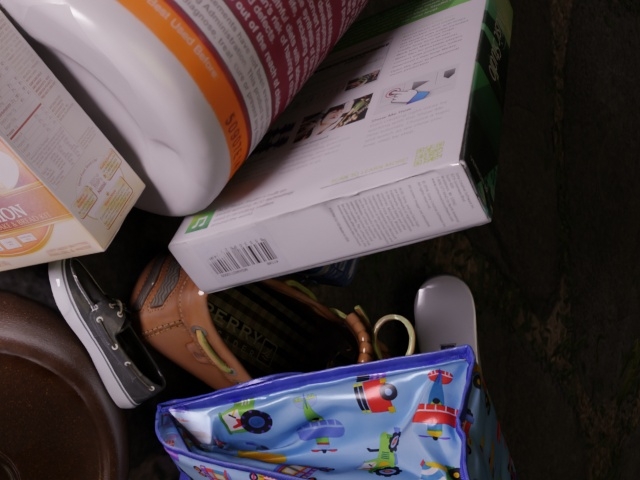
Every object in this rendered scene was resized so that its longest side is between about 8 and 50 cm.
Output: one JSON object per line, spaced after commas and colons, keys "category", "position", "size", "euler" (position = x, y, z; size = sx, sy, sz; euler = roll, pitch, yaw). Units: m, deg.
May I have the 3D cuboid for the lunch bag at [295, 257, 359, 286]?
{"category": "lunch bag", "position": [0.000, 0.000, 0.773], "size": [0.065, 0.067, 0.098], "euler": [31, 72, -39]}

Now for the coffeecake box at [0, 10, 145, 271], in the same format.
{"category": "coffeecake box", "position": [-0.231, -0.068, 0.484], "size": [0.185, 0.142, 0.068], "euler": [56, 39, -35]}

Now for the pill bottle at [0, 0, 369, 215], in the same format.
{"category": "pill bottle", "position": [-0.070, -0.230, 0.593], "size": [0.224, 0.224, 0.392], "euler": [52, 59, -31]}

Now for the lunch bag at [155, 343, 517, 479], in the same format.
{"category": "lunch bag", "position": [0.007, 0.215, 0.646], "size": [0.221, 0.293, 0.138], "euler": [64, 27, -43]}

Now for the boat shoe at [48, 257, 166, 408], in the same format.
{"category": "boat shoe", "position": [-0.172, 0.070, 0.613], "size": [0.049, 0.040, 0.142], "euler": [-82, 149, -74]}

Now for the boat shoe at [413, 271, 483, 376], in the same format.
{"category": "boat shoe", "position": [0.151, 0.171, 0.910], "size": [0.088, 0.096, 0.267], "euler": [-11, 95, -80]}

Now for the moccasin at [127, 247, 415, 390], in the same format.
{"category": "moccasin", "position": [0.001, 0.119, 0.723], "size": [0.380, 0.147, 0.139], "euler": [43, 63, -35]}

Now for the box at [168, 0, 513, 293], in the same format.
{"category": "box", "position": [0.034, -0.103, 0.620], "size": [0.058, 0.232, 0.322], "euler": [57, 33, -31]}

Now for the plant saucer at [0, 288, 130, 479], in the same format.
{"category": "plant saucer", "position": [-0.267, 0.187, 0.543], "size": [0.311, 0.050, 0.310], "euler": [-2, 92, -44]}
